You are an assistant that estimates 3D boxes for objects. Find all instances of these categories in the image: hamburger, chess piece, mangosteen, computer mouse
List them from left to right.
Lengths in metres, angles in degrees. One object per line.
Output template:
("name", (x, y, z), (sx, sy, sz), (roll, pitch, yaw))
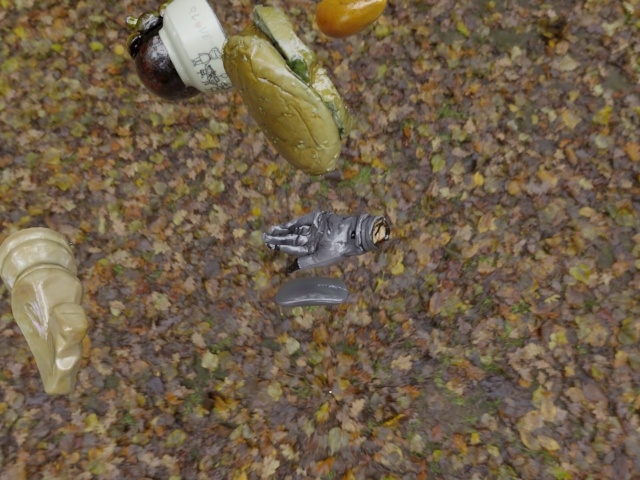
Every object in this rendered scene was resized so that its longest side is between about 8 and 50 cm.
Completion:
("chess piece", (-0.437, 0.109, 0.823), (0.137, 0.137, 0.301), (-36, 48, -9))
("mangosteen", (-0.517, -0.664, 1.815), (0.330, 0.330, 0.330), (0, 73, 1))
("hamburger", (-0.061, -0.244, 0.871), (0.134, 0.285, 0.265), (-37, 33, 2))
("computer mouse", (-0.029, 0.165, 1.632), (0.232, 0.057, 0.120), (-2, 34, 5))

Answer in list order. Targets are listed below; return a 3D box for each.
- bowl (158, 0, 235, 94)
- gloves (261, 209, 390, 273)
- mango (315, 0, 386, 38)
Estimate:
("bowl", (-0.270, -0.426, 1.123), (0.126, 0.238, 0.238), (-26, 75, -2))
("gloves", (0.008, 0.001, 1.104), (0.285, 0.119, 0.142), (-1, 82, 17))
("mango", (0.093, -0.666, 1.477), (0.154, 0.252, 0.126), (-40, 119, -31))
